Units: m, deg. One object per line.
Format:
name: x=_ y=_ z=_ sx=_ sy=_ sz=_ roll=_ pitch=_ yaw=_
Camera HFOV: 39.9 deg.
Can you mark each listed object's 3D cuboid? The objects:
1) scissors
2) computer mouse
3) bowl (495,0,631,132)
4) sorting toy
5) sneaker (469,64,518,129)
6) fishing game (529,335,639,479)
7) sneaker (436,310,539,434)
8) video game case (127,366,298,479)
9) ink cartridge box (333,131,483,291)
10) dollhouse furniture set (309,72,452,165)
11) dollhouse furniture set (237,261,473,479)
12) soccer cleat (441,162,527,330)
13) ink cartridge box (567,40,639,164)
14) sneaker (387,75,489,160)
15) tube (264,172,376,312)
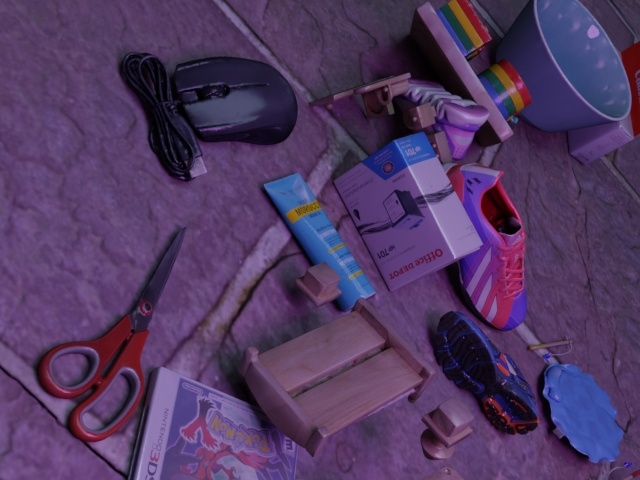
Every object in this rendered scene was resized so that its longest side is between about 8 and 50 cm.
scissors: x=-0.198 y=0.097 z=0.985 sx=0.109 sy=0.021 sz=0.297 roll=48 pitch=41 yaw=-8
computer mouse: x=-0.118 y=-0.186 z=1.193 sx=0.272 sy=0.072 sz=0.188 roll=-15 pitch=76 yaw=-48
bowl: x=0.476 y=-0.344 z=1.806 sx=0.312 sy=0.163 sz=0.311 roll=24 pitch=50 yaw=-33
sorting toy: x=0.264 y=-0.294 z=1.522 sx=0.255 sy=0.089 sz=0.257 roll=57 pitch=5 yaw=-2
sneaker: x=0.320 y=-0.269 z=1.672 sx=0.065 sy=0.076 sz=0.166 roll=-20 pitch=81 yaw=-50
fishing game: x=0.432 y=0.289 z=1.471 sx=0.189 sy=0.041 sz=0.264 roll=-6 pitch=63 yaw=-47
sneaker: x=0.249 y=0.193 z=1.331 sx=0.221 sy=0.083 sz=0.087 roll=54 pitch=27 yaw=-13
video game case: x=-0.113 y=0.255 z=0.965 sx=0.201 sy=0.023 sz=0.183 roll=30 pitch=48 yaw=-29
ink cartridge box: x=0.127 y=-0.041 z=1.292 sx=0.082 sy=0.140 sz=0.190 roll=-19 pitch=80 yaw=-47
dollhouse furniture set: x=0.093 y=-0.168 z=1.358 sx=0.123 sy=0.144 sz=0.151 roll=-25 pitch=103 yaw=-40
dollhouse furniture set: x=-0.017 y=0.234 z=1.027 sx=0.303 sy=0.173 sz=0.355 roll=-19 pitch=54 yaw=-41
soccer cleat: x=0.270 y=0.020 z=1.359 sx=0.108 sy=0.116 sz=0.318 roll=-46 pitch=123 yaw=-33
ink cartridge box: x=0.642 y=-0.326 z=1.899 sx=0.060 sy=0.239 sz=0.275 roll=31 pitch=48 yaw=-29
sneaker: x=0.174 y=-0.199 z=1.439 sx=0.095 sy=0.104 sz=0.236 roll=-2 pitch=27 yaw=-28
tube: x=0.000 y=0.000 z=1.220 sx=0.207 sy=0.052 sz=0.080 roll=57 pitch=34 yaw=7
